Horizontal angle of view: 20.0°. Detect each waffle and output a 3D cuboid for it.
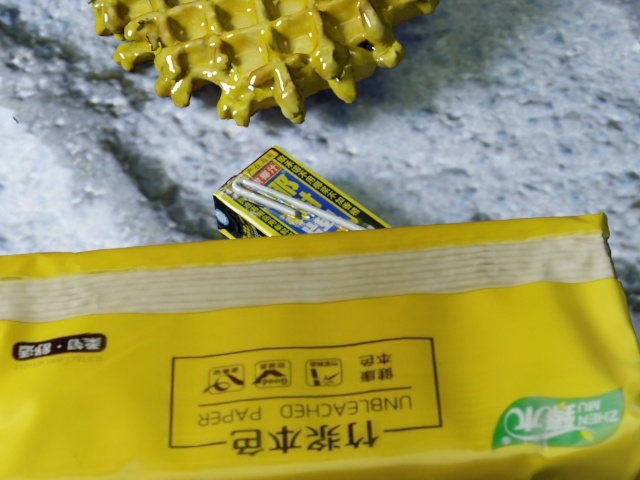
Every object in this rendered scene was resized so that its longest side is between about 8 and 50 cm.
[{"bbox_3d":[-0.027,-0.221,1.498,0.259,0.069,0.293,29,71,27],"label":"waffle"}]

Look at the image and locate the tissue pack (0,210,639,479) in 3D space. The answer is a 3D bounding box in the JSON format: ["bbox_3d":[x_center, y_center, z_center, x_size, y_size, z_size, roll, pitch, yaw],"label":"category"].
[{"bbox_3d":[-0.003,0.152,1.087,0.381,0.293,0.228,-4,47,2],"label":"tissue pack"}]

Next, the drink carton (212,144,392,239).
[{"bbox_3d":[0.000,0.000,1.365,0.165,0.056,0.071,36,59,26],"label":"drink carton"}]
